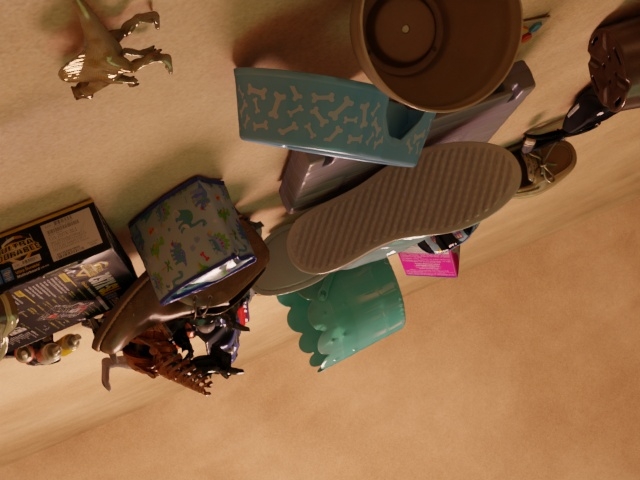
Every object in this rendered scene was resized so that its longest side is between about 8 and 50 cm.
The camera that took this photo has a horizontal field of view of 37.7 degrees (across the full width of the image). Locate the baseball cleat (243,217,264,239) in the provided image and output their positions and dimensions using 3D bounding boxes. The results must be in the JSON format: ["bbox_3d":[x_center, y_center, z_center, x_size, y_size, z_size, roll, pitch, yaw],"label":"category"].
[{"bbox_3d":[-0.165,0.027,1.573,0.109,0.072,0.206,-21,174,-46],"label":"baseball cleat"}]

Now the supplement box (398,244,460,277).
[{"bbox_3d":[0.213,-0.013,1.846,0.114,0.111,0.220,3,160,12],"label":"supplement box"}]

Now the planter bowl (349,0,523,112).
[{"bbox_3d":[0.096,-0.204,0.898,0.162,0.162,0.109,-21,-166,-14],"label":"planter bowl"}]

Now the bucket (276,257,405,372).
[{"bbox_3d":[0.025,0.091,1.764,0.183,0.281,0.281,-23,168,-12],"label":"bucket"}]

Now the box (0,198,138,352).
[{"bbox_3d":[-0.392,0.065,1.287,0.257,0.079,0.322,-24,168,-8],"label":"box"}]

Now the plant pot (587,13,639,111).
[{"bbox_3d":[0.491,-0.266,1.362,0.165,0.166,0.167,-15,167,-6],"label":"plant pot"}]

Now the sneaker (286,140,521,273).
[{"bbox_3d":[0.129,-0.054,1.415,0.366,0.135,0.150,-18,178,18],"label":"sneaker"}]

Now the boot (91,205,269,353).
[{"bbox_3d":[-0.198,0.078,1.379,0.305,0.115,0.112,-41,174,-26],"label":"boot"}]

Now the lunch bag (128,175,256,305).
[{"bbox_3d":[-0.183,0.003,1.287,0.151,0.128,0.096,-28,167,18],"label":"lunch bag"}]

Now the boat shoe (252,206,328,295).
[{"bbox_3d":[0.000,0.000,1.594,0.303,0.114,0.091,-30,179,-15],"label":"boat shoe"}]

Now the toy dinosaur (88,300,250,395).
[{"bbox_3d":[-0.239,0.161,1.463,0.219,0.322,0.164,-1,132,-30],"label":"toy dinosaur"}]

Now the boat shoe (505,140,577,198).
[{"bbox_3d":[0.380,-0.131,1.848,0.285,0.104,0.089,-22,171,-5],"label":"boat shoe"}]

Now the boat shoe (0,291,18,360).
[{"bbox_3d":[-0.410,0.109,1.149,0.049,0.056,0.152,-9,152,-34],"label":"boat shoe"}]

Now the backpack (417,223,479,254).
[{"bbox_3d":[0.216,-0.070,1.631,0.117,0.173,0.158,-10,162,-48],"label":"backpack"}]

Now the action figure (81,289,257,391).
[{"bbox_3d":[-0.260,0.130,1.749,0.330,0.178,0.341,-26,151,-26],"label":"action figure"}]

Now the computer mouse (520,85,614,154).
[{"bbox_3d":[0.456,-0.227,1.704,0.184,0.060,0.262,-21,175,-5],"label":"computer mouse"}]

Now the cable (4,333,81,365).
[{"bbox_3d":[-0.523,0.215,1.709,0.140,0.072,0.287,-12,165,-25],"label":"cable"}]

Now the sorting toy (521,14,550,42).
[{"bbox_3d":[0.262,-0.267,1.239,0.062,0.012,0.083,-19,167,-22],"label":"sorting toy"}]

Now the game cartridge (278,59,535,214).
[{"bbox_3d":[0.117,-0.149,1.376,0.355,0.068,0.230,-20,172,-15],"label":"game cartridge"}]

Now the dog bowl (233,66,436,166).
[{"bbox_3d":[0.019,-0.129,1.027,0.166,0.074,0.297,10,-175,26],"label":"dog bowl"}]

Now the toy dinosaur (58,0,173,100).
[{"bbox_3d":[-0.175,-0.156,0.784,0.093,0.053,0.183,-18,167,-17],"label":"toy dinosaur"}]
